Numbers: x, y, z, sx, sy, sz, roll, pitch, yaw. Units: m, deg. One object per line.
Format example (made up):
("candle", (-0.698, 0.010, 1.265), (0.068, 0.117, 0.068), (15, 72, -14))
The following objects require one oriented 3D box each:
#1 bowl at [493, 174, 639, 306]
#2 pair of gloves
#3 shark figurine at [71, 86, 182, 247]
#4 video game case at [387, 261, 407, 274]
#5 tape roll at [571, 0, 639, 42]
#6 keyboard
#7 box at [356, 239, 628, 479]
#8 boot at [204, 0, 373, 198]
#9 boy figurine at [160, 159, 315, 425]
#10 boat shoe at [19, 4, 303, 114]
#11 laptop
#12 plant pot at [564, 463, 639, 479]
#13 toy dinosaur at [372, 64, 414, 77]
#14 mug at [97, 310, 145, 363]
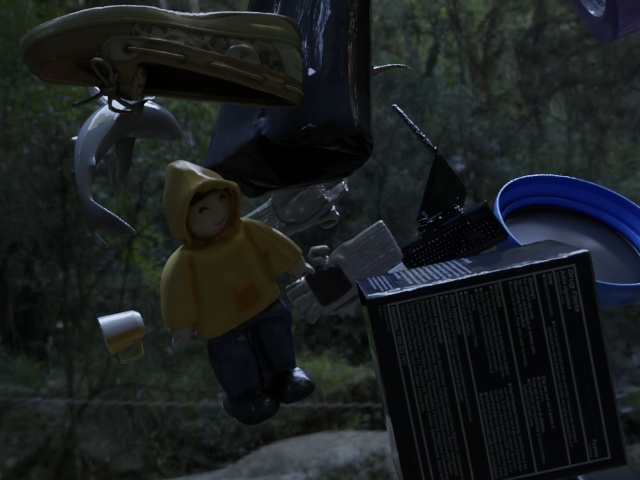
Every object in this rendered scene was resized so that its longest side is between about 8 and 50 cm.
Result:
("bowl", (0.557, -0.003, 1.935), (0.391, 0.391, 0.077), (-5, -50, -24))
("pair of gloves", (0.000, 0.000, 1.469), (0.204, 0.240, 0.042), (-42, -19, 13))
("shark figurine", (-0.249, -0.131, 1.129), (0.116, 0.278, 0.166), (-24, -60, 30))
("video game case", (0.251, 0.030, 1.845), (0.248, 0.035, 0.275), (-34, 4, 6))
("tape roll", (0.458, -0.464, 1.453), (0.090, 0.275, 0.275), (-24, -15, 4))
("keyboard", (0.199, 0.001, 1.444), (0.192, 0.100, 0.038), (-31, 12, 37))
("box", (0.225, 0.175, 1.224), (0.294, 0.296, 0.183), (-11, 5, -1))
("boot", (0.039, -0.293, 1.042), (0.146, 0.445, 0.367), (30, -36, -30))
("boy figurine", (-0.088, 0.045, 0.957), (0.177, 0.285, 0.092), (-23, 22, -22))
("boat shoe", (-0.156, -0.177, 0.911), (0.285, 0.089, 0.104), (-4, -10, -8))
("laptop", (0.232, -0.138, 2.043), (0.136, 0.264, 0.234), (-41, -31, 7))
("plant pot", (0.498, 0.483, 1.715), (0.187, 0.167, 0.188), (12, -58, -22))
("toy dinosaur", (0.078, -0.310, 1.683), (0.183, 0.053, 0.092), (-30, -26, 2))
("mug", (-0.311, 0.148, 1.427), (0.064, 0.078, 0.062), (-21, 19, -18))
